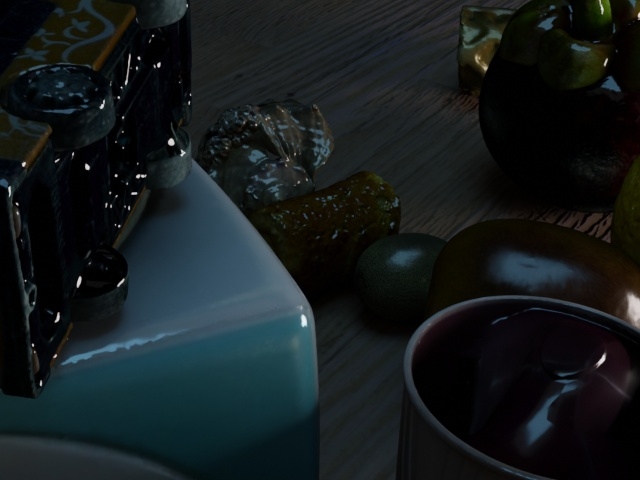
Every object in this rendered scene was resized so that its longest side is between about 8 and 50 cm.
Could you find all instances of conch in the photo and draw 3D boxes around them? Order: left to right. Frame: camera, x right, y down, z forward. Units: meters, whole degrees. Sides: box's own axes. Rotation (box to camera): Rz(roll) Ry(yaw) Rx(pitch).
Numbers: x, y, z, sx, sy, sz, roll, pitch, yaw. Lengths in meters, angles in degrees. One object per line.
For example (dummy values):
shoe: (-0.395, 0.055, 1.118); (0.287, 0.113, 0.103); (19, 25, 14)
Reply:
conch: (-0.069, -0.094, 1.556); (0.178, 0.163, 0.245); (-31, 19, -4)

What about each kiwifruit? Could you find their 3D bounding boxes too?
kiwifruit: (0.219, 0.079, 1.264); (0.234, 0.196, 0.196); (7, 31, 6)

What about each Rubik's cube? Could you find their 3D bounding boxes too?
Rubik's cube: (-0.221, 0.136, 0.971); (0.351, 0.352, 0.347); (-12, 33, -27)

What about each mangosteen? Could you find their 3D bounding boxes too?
mangosteen: (0.345, -0.189, 1.624); (0.300, 0.300, 0.300); (2, 31, -1)

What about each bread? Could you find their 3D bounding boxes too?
bread: (0.000, 0.000, 1.440); (0.172, 0.132, 0.103); (-18, 49, -36)
bread: (0.332, -0.269, 1.908); (0.268, 0.130, 0.152); (7, 29, 4)

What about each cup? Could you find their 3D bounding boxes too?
cup: (0.181, 0.215, 0.949); (0.288, 0.273, 0.208); (26, 38, 32)

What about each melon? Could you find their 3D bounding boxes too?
melon: (0.098, 0.039, 1.404); (0.131, 0.098, 0.098); (-11, 33, -29)

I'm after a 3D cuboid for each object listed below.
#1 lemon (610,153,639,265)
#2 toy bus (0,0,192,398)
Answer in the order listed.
lemon: (0.440, -0.009, 1.345); (0.293, 0.293, 0.293); (2, 31, -1)
toy bus: (-0.199, -0.067, 0.803); (0.194, 0.162, 0.323); (8, 36, 8)
